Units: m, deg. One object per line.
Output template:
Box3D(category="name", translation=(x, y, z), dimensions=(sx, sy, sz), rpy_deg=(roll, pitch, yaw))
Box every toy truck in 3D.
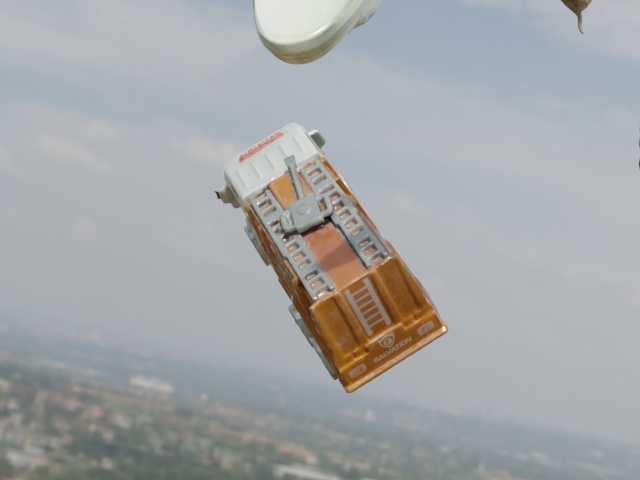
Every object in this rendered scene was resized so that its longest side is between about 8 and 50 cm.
Box3D(category="toy truck", translation=(0.000, 0.000, 2.093), dimensions=(0.387, 0.173, 0.207), rpy_deg=(55, -4, 47))

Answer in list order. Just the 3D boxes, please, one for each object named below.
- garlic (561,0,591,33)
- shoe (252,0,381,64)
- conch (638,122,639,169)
Box3D(category="garlic", translation=(0.290, -0.328, 1.821), dimensions=(0.152, 0.066, 0.084), rpy_deg=(50, -33, 10))
Box3D(category="shoe", translation=(0.012, -0.205, 1.306), dimensions=(0.095, 0.265, 0.110), rpy_deg=(0, -49, 14))
Box3D(category="conch", translation=(0.336, -0.056, 1.425), dimensions=(0.080, 0.232, 0.086), rpy_deg=(17, -47, -15))
